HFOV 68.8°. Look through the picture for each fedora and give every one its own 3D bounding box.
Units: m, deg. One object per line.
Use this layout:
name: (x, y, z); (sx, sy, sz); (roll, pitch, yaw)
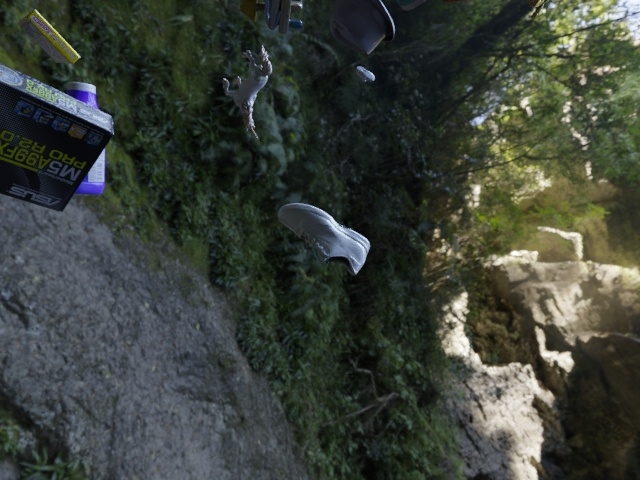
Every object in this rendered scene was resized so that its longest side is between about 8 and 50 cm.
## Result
fedora: (0.110, -0.692, 1.488); (0.243, 0.124, 0.275); (38, 5, 25)

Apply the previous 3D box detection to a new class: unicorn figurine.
unicorn figurine: (-0.148, -0.304, 0.950); (0.111, 0.060, 0.162); (57, -46, 22)

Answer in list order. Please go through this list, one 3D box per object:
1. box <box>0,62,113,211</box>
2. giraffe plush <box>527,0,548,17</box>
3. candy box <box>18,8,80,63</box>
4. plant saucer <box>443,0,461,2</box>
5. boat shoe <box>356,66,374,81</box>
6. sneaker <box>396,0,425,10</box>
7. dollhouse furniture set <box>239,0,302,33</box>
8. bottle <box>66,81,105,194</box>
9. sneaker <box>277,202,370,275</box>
box: (-0.536, -0.180, 0.804); (0.270, 0.216, 0.060); (24, 31, -43)
giraffe plush: (0.611, -0.774, 1.343); (0.170, 0.181, 0.210); (45, 15, 12)
candy box: (-0.563, -0.415, 0.965); (0.205, 0.027, 0.105); (27, -16, 50)
plant saucer: (0.414, -0.653, 1.113); (0.048, 0.258, 0.259); (65, 38, -50)
boat shoe: (0.168, -0.622, 1.773); (0.100, 0.035, 0.035); (47, -32, 31)
sneaker: (0.386, -0.931, 1.620); (0.121, 0.302, 0.108); (11, 55, -56)
dollhouse furniture set: (-0.102, -0.394, 0.560); (0.287, 0.197, 0.304); (-91, -169, -50)
bottle: (-0.628, -0.263, 1.224); (0.092, 0.118, 0.283); (9, -81, 37)
sneaker: (0.000, 0.000, 0.978); (0.212, 0.094, 0.080); (26, -30, -6)
